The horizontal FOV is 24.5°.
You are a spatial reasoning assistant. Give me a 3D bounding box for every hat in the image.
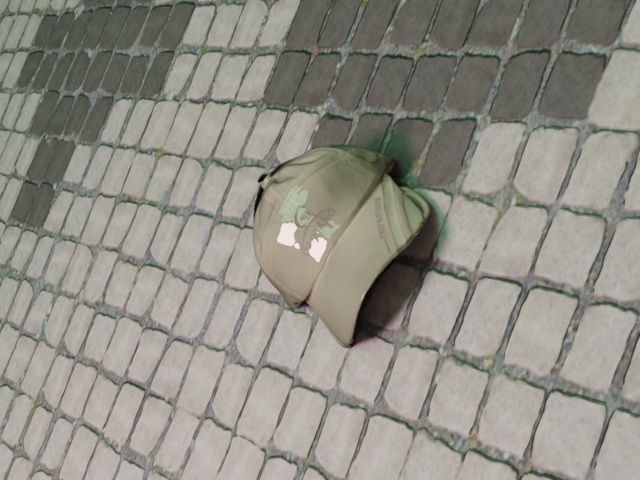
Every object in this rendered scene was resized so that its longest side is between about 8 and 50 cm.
[{"bbox_3d":[0.000,0.000,1.641,0.219,0.164,0.226,-59,10,13],"label":"hat"}]
